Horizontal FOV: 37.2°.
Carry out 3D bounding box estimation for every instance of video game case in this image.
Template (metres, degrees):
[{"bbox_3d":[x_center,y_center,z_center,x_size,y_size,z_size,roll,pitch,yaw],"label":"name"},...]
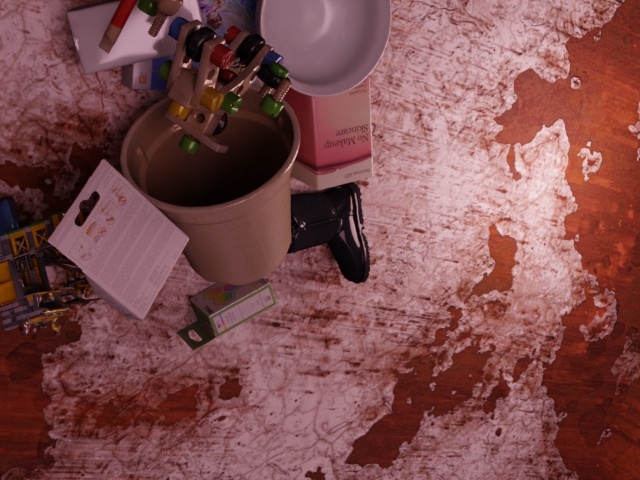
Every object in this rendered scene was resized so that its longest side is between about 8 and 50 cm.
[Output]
[{"bbox_3d":[-0.243,-0.415,1.842,0.270,0.061,0.244,-5,111,-30],"label":"video game case"}]

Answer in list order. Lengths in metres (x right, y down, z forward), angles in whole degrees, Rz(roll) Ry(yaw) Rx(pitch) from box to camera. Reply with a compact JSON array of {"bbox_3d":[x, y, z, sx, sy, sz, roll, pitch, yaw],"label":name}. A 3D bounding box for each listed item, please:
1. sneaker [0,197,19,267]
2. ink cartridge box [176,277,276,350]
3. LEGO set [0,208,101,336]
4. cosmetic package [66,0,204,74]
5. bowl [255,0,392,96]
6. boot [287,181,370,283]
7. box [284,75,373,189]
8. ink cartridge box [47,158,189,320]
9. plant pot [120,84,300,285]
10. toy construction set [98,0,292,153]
[{"bbox_3d":[-0.611,0.022,1.780,0.082,0.069,0.209,2,107,-28],"label":"sneaker"},{"bbox_3d":[-0.212,0.144,2.048,0.209,0.109,0.062,-29,121,-19],"label":"ink cartridge box"},{"bbox_3d":[-0.439,0.064,1.732,0.255,0.331,0.192,-16,86,11],"label":"LEGO set"},{"bbox_3d":[-0.328,-0.385,1.717,0.231,0.085,0.117,-13,110,-6],"label":"cosmetic package"},{"bbox_3d":[-0.015,-0.440,1.873,0.298,0.134,0.297,-10,110,-28],"label":"bowl"},{"bbox_3d":[0.000,0.000,2.129,0.207,0.094,0.246,-16,109,-30],"label":"boot"},{"bbox_3d":[0.019,-0.244,2.028,0.149,0.127,0.232,-16,116,-26],"label":"box"},{"bbox_3d":[-0.347,0.001,1.617,0.225,0.056,0.181,45,58,-32],"label":"ink cartridge box"},{"bbox_3d":[-0.185,-0.087,1.852,0.334,0.334,0.305,-33,144,-17],"label":"plant pot"},{"bbox_3d":[-0.232,-0.272,1.624,0.309,0.257,0.237,30,109,-12],"label":"toy construction set"}]
